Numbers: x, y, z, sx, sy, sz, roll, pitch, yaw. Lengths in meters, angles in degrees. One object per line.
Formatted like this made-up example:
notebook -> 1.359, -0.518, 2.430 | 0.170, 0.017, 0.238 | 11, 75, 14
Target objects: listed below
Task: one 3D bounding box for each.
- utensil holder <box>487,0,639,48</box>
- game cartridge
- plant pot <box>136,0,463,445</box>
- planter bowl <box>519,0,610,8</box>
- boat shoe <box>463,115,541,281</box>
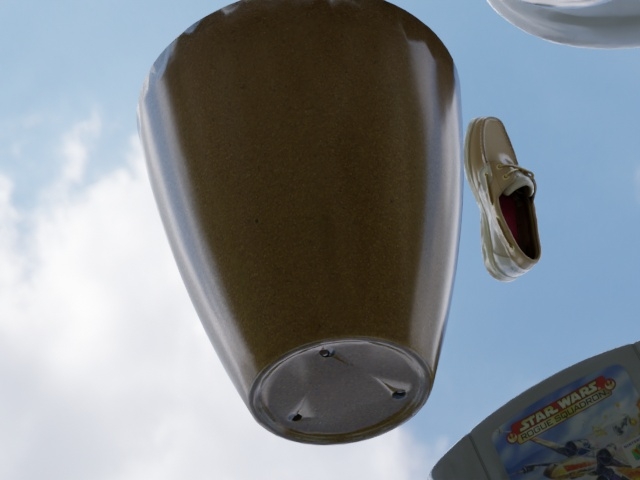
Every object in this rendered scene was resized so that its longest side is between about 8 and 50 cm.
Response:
utensil holder -> 0.261, -0.416, 1.362 | 0.328, 0.385, 0.327 | -9, -129, 11
game cartridge -> 0.250, 0.212, 1.396 | 0.297, 0.062, 0.198 | -31, -119, 11
plant pot -> 0.000, 0.000, 1.038 | 0.237, 0.237, 0.254 | -9, -132, -1
planter bowl -> 0.147, -0.204, 0.900 | 0.162, 0.109, 0.162 | -2, -100, 12
boat shoe -> 0.186, -0.047, 1.511 | 0.063, 0.059, 0.170 | -1, -105, -36
